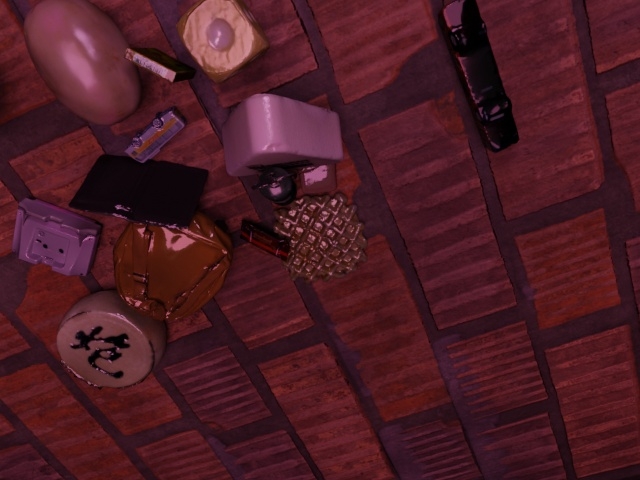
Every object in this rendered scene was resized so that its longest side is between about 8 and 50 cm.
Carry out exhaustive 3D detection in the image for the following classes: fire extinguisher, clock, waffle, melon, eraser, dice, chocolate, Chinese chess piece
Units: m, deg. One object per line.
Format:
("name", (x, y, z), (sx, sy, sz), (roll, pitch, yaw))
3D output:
("fire extinguisher", (-0.115, -0.150, 1.191), (0.118, 0.294, 0.093), (-21, 90, 0))
("clock", (-0.830, -0.004, 1.380), (0.254, 0.083, 0.186), (21, 114, -10))
("waffle", (0.000, 0.000, 1.393), (0.292, 0.056, 0.308), (-11, 113, 6))
("melon", (-0.584, -0.446, 1.098), (0.223, 0.223, 0.316), (-24, 113, 11))
("eraser", (-0.135, -0.262, 1.170), (0.332, 0.331, 0.149), (-5, 93, 2))
("dice", (-0.238, -0.508, 1.096), (0.166, 0.169, 0.169), (-31, 111, 13))
("chocolate", (-0.174, -0.001, 1.376), (0.183, 0.028, 0.086), (23, 129, 13))
("Chinese chess piece", (-0.710, 0.341, 1.506), (0.350, 0.146, 0.348), (0, 115, 0))

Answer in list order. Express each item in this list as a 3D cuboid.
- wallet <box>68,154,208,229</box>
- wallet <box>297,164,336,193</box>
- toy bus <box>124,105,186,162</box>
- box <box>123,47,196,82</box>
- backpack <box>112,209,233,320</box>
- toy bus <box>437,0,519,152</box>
("wallet", (-0.502, -0.143, 1.236), (0.323, 0.247, 0.041), (8, 140, -3))
("wallet", (-0.011, -0.216, 1.303), (0.118, 0.038, 0.152), (-6, 116, 1))
("toy bus", (-0.470, -0.302, 1.254), (0.191, 0.064, 0.075), (-37, 122, 16))
("box", (-0.398, -0.446, 1.112), (0.122, 0.193, 0.030), (26, 110, -11))
("backpack", (-0.460, 0.061, 1.344), (0.354, 0.201, 0.378), (33, 108, -15))
("toy bus", (0.423, -0.432, 1.170), (0.093, 0.092, 0.408), (-25, 112, 9))
